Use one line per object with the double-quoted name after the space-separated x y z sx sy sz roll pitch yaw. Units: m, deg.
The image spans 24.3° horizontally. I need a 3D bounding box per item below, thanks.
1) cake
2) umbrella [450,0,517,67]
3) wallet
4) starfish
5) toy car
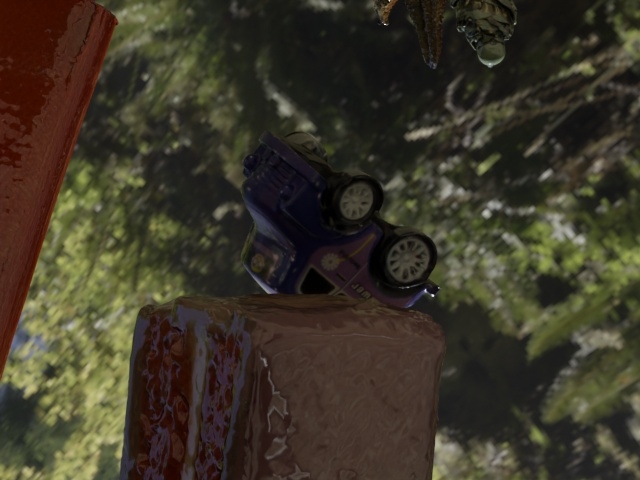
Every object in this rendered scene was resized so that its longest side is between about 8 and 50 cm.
-0.037 0.196 1.359 0.230 0.237 0.308 5 -88 -38 "cake"
0.156 -0.235 1.442 0.062 0.067 0.143 -10 -109 9 "umbrella"
-0.190 -0.041 0.703 0.142 0.045 0.204 21 -106 -19 "wallet"
0.069 -0.238 1.103 0.043 0.227 0.240 -18 -140 -13 "starfish"
0.000 0.000 1.564 0.158 0.172 0.235 -46 -58 -2 "toy car"
